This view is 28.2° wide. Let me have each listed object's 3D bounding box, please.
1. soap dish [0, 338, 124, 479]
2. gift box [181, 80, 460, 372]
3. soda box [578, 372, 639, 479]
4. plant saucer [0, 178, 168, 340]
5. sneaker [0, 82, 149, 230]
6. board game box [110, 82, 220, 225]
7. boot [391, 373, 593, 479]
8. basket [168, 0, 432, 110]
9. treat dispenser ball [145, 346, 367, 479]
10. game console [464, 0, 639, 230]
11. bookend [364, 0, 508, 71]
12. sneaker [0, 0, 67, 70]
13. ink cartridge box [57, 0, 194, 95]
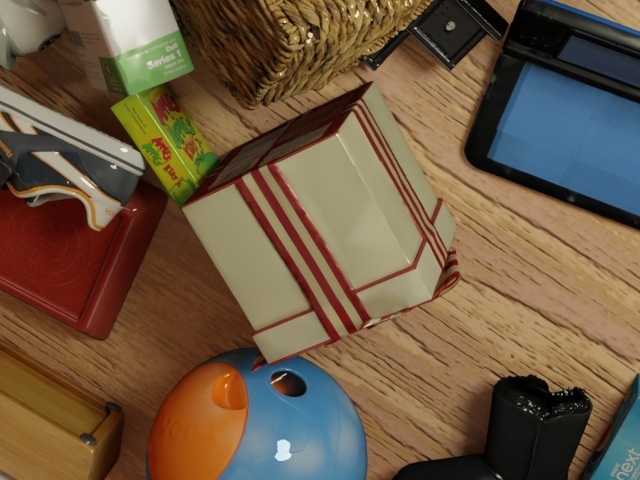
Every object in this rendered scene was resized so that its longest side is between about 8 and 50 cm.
[{"bbox_3d":[-0.418,0.245,1.762,0.291,0.229,0.118,30,99,0],"label":"soap dish"},{"bbox_3d":[0.000,0.000,1.526,0.255,0.276,0.258,-23,106,27],"label":"gift box"},{"bbox_3d":[0.398,0.281,1.652,0.071,0.067,0.210,24,115,4],"label":"soda box"},{"bbox_3d":[-0.370,-0.009,1.734,0.259,0.048,0.258,28,116,2],"label":"plant saucer"},{"bbox_3d":[-0.384,-0.123,1.609,0.321,0.126,0.127,27,92,3],"label":"sneaker"},{"bbox_3d":[-0.184,-0.116,1.617,0.043,0.092,0.181,-28,103,23],"label":"board game box"},{"bbox_3d":[0.221,0.268,1.673,0.246,0.094,0.207,6,117,4],"label":"boot"},{"bbox_3d":[-0.048,-0.322,1.449,0.299,0.223,0.213,58,151,8],"label":"basket"},{"bbox_3d":[-0.082,0.283,1.650,0.288,0.288,0.288,5,113,12],"label":"treat dispenser ball"},{"bbox_3d":[0.328,-0.130,1.447,0.293,0.250,0.173,20,89,5],"label":"game console"},{"bbox_3d":[0.109,-0.249,1.500,0.156,0.072,0.157,44,116,-6],"label":"bookend"},{"bbox_3d":[-0.412,-0.388,1.561,0.146,0.122,0.330,-30,104,4],"label":"sneaker"},{"bbox_3d":[-0.248,-0.289,1.490,0.092,0.160,0.219,-26,110,-20],"label":"ink cartridge box"}]
